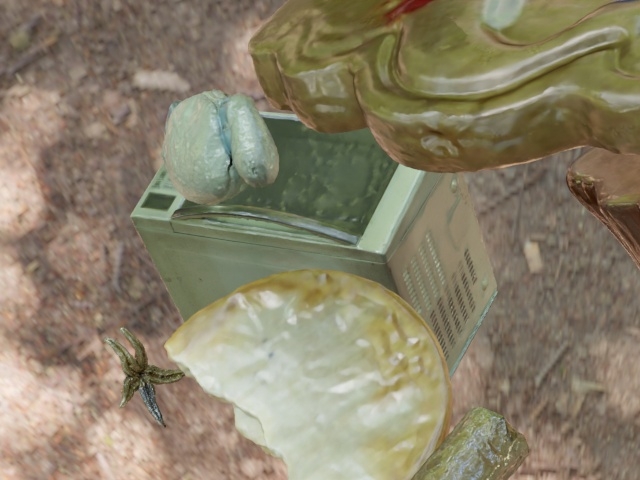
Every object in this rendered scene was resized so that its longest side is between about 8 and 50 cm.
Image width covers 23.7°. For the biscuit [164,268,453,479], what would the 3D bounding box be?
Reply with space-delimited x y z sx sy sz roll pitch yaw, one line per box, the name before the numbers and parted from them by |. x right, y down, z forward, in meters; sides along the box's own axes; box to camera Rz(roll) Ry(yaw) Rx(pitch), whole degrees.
biscuit | 0.010 0.130 1.445 0.204 0.040 0.309 -43 55 -14

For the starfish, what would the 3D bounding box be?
starfish | -0.221 0.179 1.969 0.041 0.130 0.133 -18 77 42

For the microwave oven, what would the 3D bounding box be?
microwave oven | 0.000 0.000 2.050 0.394 0.333 0.247 8 49 31

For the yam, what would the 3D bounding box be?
yam | 0.060 0.250 1.206 0.066 0.066 0.300 35 61 18

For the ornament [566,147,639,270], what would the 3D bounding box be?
ornament | 0.343 -0.001 1.216 0.235 0.218 0.221 -10 29 39

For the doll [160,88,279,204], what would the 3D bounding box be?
doll | -0.099 -0.084 1.382 0.071 0.214 0.104 -12 98 -25

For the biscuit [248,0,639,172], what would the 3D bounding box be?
biscuit | 0.102 -0.086 0.610 0.183 0.047 0.320 -36 33 -17
